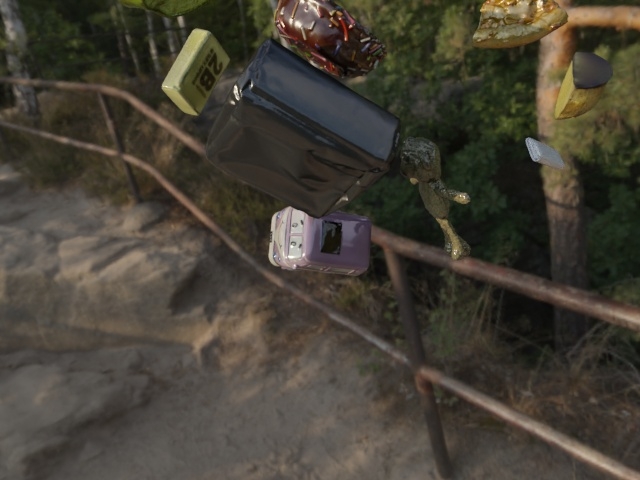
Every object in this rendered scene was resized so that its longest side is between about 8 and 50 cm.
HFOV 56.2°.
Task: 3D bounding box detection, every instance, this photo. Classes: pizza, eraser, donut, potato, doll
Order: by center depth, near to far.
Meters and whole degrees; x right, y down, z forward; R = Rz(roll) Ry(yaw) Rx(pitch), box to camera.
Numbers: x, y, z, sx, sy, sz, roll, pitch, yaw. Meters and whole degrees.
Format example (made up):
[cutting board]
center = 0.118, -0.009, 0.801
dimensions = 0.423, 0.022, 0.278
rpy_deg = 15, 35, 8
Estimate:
[potato]
center = 0.456, -0.258, 1.050
dimensions = 0.067, 0.103, 0.096
rpy_deg = 14, 61, 7
[donut]
center = 0.007, -0.380, 1.119
dimensions = 0.095, 0.216, 0.230
rpy_deg = -56, 36, 9
[pizza]
center = 0.394, -0.463, 1.186
dimensions = 0.182, 0.161, 0.062
rpy_deg = 4, -1, 21
[doll]
center = 0.242, -0.092, 1.286
dimensions = 0.091, 0.285, 0.202
rpy_deg = -27, 54, 2
[eraser]
center = -0.292, -0.397, 1.422
dimensions = 0.058, 0.117, 0.172
rpy_deg = 20, 76, 24

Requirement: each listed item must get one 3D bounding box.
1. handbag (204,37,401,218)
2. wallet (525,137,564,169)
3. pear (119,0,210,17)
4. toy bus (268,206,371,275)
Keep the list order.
[handbag]
center = -0.038, -0.197, 1.110
dimensions = 0.275, 0.302, 0.177
rpy_deg = -36, 32, 58
[wallet]
center = 0.511, -0.196, 1.363
dimensions = 0.122, 0.061, 0.025
rpy_deg = 7, -35, -43
[pear]
center = -0.312, -0.574, 1.236
dimensions = 0.255, 0.164, 0.238
rpy_deg = -42, -14, 6
[toy bus]
center = 0.000, 0.000, 1.308
dimensions = 0.203, 0.141, 0.142
rpy_deg = 8, -7, -28
